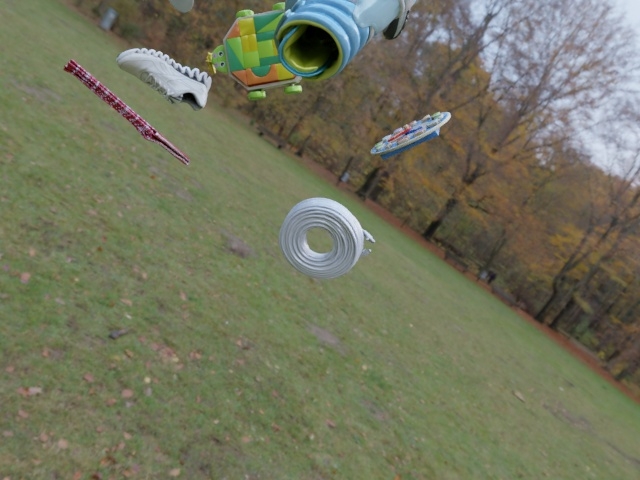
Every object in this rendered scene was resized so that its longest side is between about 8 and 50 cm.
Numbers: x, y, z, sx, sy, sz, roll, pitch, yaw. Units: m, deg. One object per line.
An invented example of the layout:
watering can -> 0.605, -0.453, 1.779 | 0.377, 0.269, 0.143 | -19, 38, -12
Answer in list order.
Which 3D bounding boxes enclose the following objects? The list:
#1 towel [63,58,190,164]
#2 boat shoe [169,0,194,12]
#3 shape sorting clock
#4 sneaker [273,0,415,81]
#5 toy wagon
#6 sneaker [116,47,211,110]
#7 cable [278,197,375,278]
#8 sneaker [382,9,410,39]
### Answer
towel -> -0.424, -0.277, 1.217 | 0.275, 0.031, 0.199 | 40, -1, 11
boat shoe -> -0.435, -0.771, 1.570 | 0.081, 0.079, 0.227 | 59, -4, 38
shape sorting clock -> 0.213, -0.258, 1.311 | 0.040, 0.206, 0.206 | 60, 0, -19
sneaker -> -0.019, -0.345, 0.867 | 0.127, 0.208, 0.319 | 50, -13, -29
toy wagon -> -0.199, -0.577, 1.700 | 0.345, 0.267, 0.068 | -6, 7, 11
sneaker -> -0.468, -0.485, 1.653 | 0.292, 0.118, 0.110 | 13, -18, -35
cable -> 0.000, 0.000, 1.659 | 0.257, 0.257, 0.089 | 50, 26, -10
sneaker -> 0.125, -0.523, 1.049 | 0.108, 0.271, 0.100 | -3, 42, 5
